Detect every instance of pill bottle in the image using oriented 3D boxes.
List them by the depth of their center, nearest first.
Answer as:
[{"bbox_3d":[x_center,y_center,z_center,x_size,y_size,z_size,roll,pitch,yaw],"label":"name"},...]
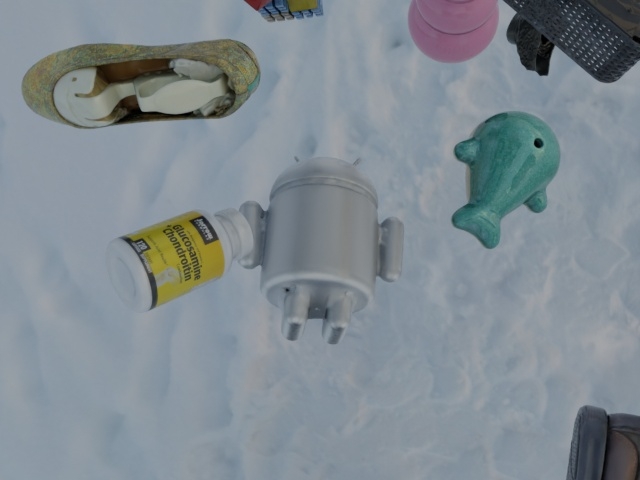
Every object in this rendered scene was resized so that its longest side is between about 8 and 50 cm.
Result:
[{"bbox_3d":[-0.185,0.018,0.921,0.184,0.103,0.103,-25,46,-37],"label":"pill bottle"}]

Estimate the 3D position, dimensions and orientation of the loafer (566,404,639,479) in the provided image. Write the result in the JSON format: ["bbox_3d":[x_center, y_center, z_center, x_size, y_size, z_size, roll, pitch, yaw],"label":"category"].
[{"bbox_3d":[0.265,0.306,0.614,0.095,0.109,0.302,6,89,17],"label":"loafer"}]

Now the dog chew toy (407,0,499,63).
[{"bbox_3d":[0.295,-0.524,1.480,0.207,0.332,0.206,-1,79,5],"label":"dog chew toy"}]

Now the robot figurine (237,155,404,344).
[{"bbox_3d":[0.000,0.000,1.211,0.300,0.199,0.353,8,64,-7],"label":"robot figurine"}]

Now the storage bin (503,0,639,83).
[{"bbox_3d":[0.301,-0.279,0.744,0.180,0.084,0.122,43,76,5],"label":"storage bin"}]

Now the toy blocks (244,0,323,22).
[{"bbox_3d":[-0.063,-0.489,1.137,0.191,0.381,0.260,-4,95,11],"label":"toy blocks"}]

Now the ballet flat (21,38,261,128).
[{"bbox_3d":[-0.256,-0.205,0.932,0.349,0.123,0.123,-5,65,5],"label":"ballet flat"}]

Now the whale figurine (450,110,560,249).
[{"bbox_3d":[0.347,-0.121,1.273,0.216,0.141,0.272,35,69,-10],"label":"whale figurine"}]

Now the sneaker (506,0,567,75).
[{"bbox_3d":[0.322,-0.325,0.968,0.170,0.051,0.089,-67,31,16],"label":"sneaker"}]
